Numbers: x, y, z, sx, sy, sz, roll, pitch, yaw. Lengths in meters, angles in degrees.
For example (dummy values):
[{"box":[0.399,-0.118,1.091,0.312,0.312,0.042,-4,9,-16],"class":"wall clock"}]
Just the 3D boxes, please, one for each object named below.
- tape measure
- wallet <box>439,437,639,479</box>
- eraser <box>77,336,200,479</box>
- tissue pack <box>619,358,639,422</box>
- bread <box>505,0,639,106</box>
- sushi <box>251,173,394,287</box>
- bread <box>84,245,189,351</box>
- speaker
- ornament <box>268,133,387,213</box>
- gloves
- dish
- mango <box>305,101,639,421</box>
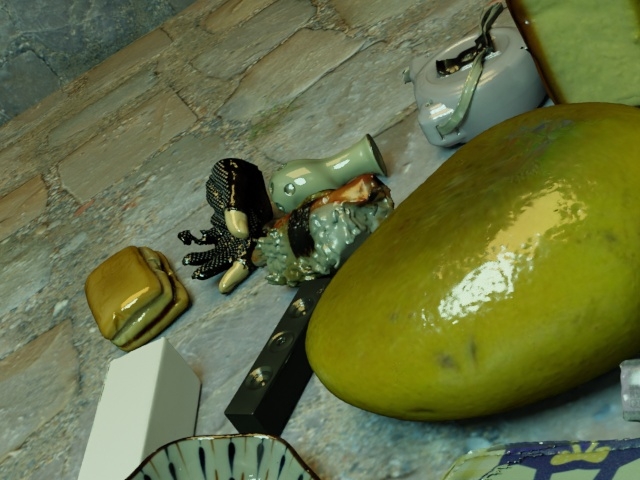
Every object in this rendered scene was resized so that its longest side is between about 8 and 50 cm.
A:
[{"box":[0.201,-0.212,1.119,0.178,0.105,0.196,-25,28,11],"class":"tape measure"},{"box":[0.117,0.218,0.505,0.223,0.077,0.309,-16,13,40],"class":"wallet"},{"box":[-0.181,0.226,0.843,0.076,0.078,0.298,-24,30,13],"class":"eraser"},{"box":[0.287,0.096,0.553,0.156,0.112,0.051,-9,76,38],"class":"tissue pack"},{"box":[0.300,-0.349,1.008,0.143,0.323,0.333,-14,32,31],"class":"bread"},{"box":[-0.001,0.003,0.997,0.226,0.097,0.103,-24,21,46],"class":"sushi"},{"box":[-0.255,0.068,1.173,0.116,0.077,0.200,-43,29,-3],"class":"bread"},{"box":[-0.031,0.120,0.894,0.040,0.046,0.191,-7,36,36],"class":"speaker"},{"box":[0.006,-0.083,1.146,0.156,0.081,0.075,-22,-10,13],"class":"ornament"},{"box":[-0.114,-0.009,1.144,0.129,0.106,0.180,-22,60,37],"class":"gloves"},{"box":[-0.086,0.241,0.713,0.191,0.066,0.190,-4,28,2],"class":"dish"},{"box":[0.147,0.022,0.729,0.365,0.182,0.253,-27,30,8],"class":"mango"}]
